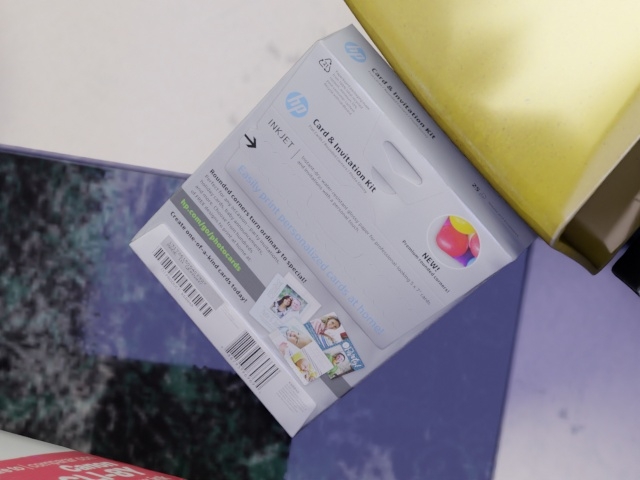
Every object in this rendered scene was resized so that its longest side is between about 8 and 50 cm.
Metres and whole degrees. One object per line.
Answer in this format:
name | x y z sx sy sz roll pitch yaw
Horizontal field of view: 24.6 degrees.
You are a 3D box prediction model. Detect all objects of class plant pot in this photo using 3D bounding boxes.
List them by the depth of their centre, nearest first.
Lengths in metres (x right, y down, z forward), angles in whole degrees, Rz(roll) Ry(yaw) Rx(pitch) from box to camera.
plant pot | 0.124 -0.128 0.724 0.187 0.212 0.212 41 97 16

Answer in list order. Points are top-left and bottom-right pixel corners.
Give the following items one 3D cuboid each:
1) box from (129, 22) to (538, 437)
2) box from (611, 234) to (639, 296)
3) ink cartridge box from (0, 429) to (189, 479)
box | 0.000 0.000 0.775 0.145 0.038 0.186 49 128 3
box | 0.287 -0.038 0.715 0.143 0.165 0.270 41 97 4
ink cartridge box | -0.267 0.224 0.754 0.384 0.160 0.279 11 93 23
